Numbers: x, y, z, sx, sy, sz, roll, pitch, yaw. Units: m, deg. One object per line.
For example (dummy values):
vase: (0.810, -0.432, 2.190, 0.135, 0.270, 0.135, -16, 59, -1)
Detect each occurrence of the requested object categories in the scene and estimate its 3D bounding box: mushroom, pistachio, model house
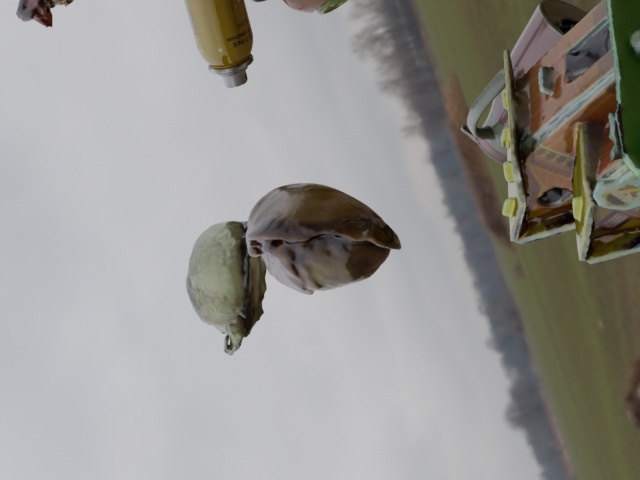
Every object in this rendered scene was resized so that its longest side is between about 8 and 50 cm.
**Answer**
mushroom: (-0.173, 0.084, 2.007, 0.344, 0.130, 0.248, 11, -93, -87)
pistachio: (0.000, 0.000, 1.290, 0.165, 0.210, 0.131, -14, -77, -48)
model house: (0.350, -0.083, 1.193, 0.323, 0.340, 0.300, -44, 35, 52)

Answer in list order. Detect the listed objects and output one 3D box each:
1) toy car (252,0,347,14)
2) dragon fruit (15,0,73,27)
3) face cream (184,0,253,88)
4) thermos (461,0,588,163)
toy car: (-0.020, -0.427, 1.659, 0.145, 0.235, 0.235, 57, -172, 0)
dragon fruit: (-0.368, -0.379, 1.465, 0.122, 0.092, 0.192, 17, -109, -31)
face cream: (-0.189, -0.431, 1.935, 0.105, 0.105, 0.349, -94, -8, -61)
thermos: (0.342, -0.244, 1.808, 0.176, 0.265, 0.146, 3, -137, -35)
